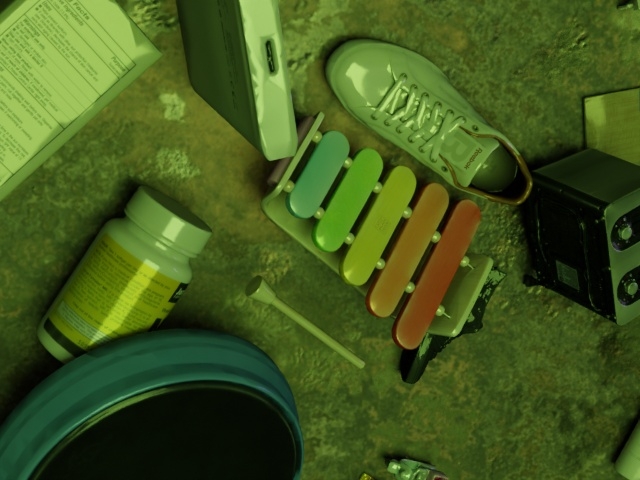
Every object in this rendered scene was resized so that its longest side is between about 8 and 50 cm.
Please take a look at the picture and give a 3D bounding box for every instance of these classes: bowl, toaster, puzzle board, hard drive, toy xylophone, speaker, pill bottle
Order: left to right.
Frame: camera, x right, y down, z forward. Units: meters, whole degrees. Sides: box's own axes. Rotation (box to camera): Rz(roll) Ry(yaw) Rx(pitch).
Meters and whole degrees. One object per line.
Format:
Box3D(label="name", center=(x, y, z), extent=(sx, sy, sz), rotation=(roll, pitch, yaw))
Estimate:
Box3D(label="pill bottle", center=(-0.219, 0.050, 1.780), extent=(0.119, 0.119, 0.208), rotation=(31, 97, -24))
Box3D(label="bowl", center=(-0.197, 0.277, 1.818), extent=(0.391, 0.077, 0.391), rotation=(-16, 132, -19))
Box3D(label="hard drive", center=(-0.097, -0.219, 1.624), extent=(0.040, 0.307, 0.203), rotation=(-13, 111, -13))
Box3D(label="toy xylophone", center=(0.049, 0.012, 1.837), extent=(0.322, 0.081, 0.236), rotation=(31, 71, -28))
Box3D(label="toaster", center=(0.332, -0.008, 1.908), extent=(0.110, 0.185, 0.168), rotation=(-24, 119, -24))
Box3D(label="puzzle board", center=(0.389, -0.143, 1.969), extent=(0.128, 0.011, 0.096), rotation=(-11, 110, -14))
Box3D(label="speaker", center=(0.446, 0.259, 2.098), extent=(0.055, 0.055, 0.136), rotation=(22, 100, -23))

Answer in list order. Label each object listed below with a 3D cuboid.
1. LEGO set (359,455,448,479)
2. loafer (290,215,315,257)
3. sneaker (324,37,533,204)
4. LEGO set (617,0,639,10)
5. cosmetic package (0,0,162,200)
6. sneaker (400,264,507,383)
Box3D(label="LEGO set", center=(0.072, 0.419, 2.004), extent=(0.132, 0.107, 0.287), rotation=(10, 105, -20))
Box3D(label="loafer", center=(0.000, 0.000, 1.877), extent=(0.125, 0.039, 0.045), rotation=(33, 96, -24))
Box3D(label="sneaker", center=(0.139, -0.138, 1.831), extent=(0.290, 0.123, 0.106), rotation=(31, 99, -23))
Box3D(label="LEGO set", center=(0.487, -0.306, 1.912), extent=(0.244, 0.060, 0.182), rotation=(37, 85, -12))
Box3D(label="cosmetic package", center=(-0.332, -0.162, 1.668), extent=(0.296, 0.129, 0.153), rotation=(-41, 114, -1))
Box3D(label="sneaker", center=(0.164, 0.105, 1.958), extent=(0.089, 0.051, 0.170), rotation=(13, 100, -16))
